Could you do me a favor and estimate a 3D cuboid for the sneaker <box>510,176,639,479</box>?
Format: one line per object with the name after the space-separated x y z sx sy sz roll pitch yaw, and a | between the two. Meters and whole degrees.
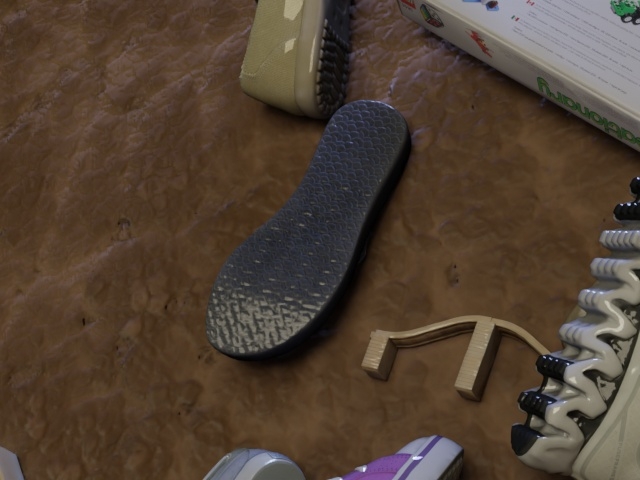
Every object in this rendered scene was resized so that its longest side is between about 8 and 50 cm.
0.245 0.044 1.141 0.118 0.110 0.292 27 94 -5 | sneaker

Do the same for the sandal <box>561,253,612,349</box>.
0.243 0.017 1.209 0.072 0.049 0.180 35 82 32 | sandal

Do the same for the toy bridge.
0.121 0.090 1.240 0.188 0.026 0.063 11 68 28 | toy bridge

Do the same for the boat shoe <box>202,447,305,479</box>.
-0.094 0.258 1.229 0.227 0.079 0.081 -57 29 -12 | boat shoe

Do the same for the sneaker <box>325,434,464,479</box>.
-0.030 0.201 1.148 0.161 0.102 0.282 37 55 24 | sneaker

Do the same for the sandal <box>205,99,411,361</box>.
0.001 0.000 1.328 0.097 0.054 0.254 26 68 24 | sandal

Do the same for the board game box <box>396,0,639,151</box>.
0.231 -0.196 1.302 0.193 0.053 0.305 -45 56 -14 | board game box

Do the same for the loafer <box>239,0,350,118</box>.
-0.020 -0.233 1.416 0.092 0.102 0.268 0 66 17 | loafer

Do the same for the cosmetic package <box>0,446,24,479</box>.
-0.267 0.231 1.329 0.060 0.041 0.115 -32 57 6 | cosmetic package
